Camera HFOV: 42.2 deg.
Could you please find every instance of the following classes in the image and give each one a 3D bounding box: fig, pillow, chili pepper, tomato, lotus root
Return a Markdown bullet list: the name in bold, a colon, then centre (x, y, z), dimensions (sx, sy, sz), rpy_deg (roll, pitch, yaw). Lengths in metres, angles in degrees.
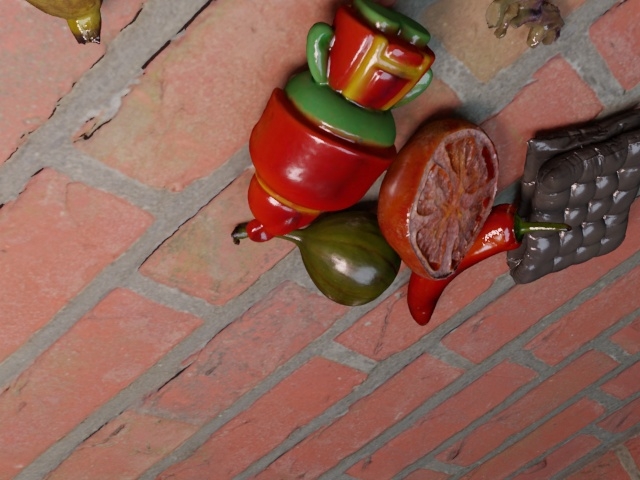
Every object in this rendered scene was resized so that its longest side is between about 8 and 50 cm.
- **fig**: centre (0.000, 0.000, 1.265), dimensions (0.259, 0.151, 0.151), rpy_deg (27, 124, -14)
- **pillow**: centre (0.436, -0.068, 1.413), dimensions (0.228, 0.101, 0.326), rpy_deg (-17, 144, -12)
- **chili pepper**: centre (0.243, 0.029, 1.409), dimensions (0.137, 0.092, 0.368), rpy_deg (27, 141, -20)
- **tomato**: centre (0.165, -0.064, 1.222), dimensions (0.236, 0.095, 0.237), rpy_deg (-21, 119, -42)
- **lotus root**: centre (-0.267, -0.268, 0.799), dimensions (0.108, 0.095, 0.191), rpy_deg (-9, 155, 18)

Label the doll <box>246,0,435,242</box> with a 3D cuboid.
- **doll**: centre (0.006, -0.126, 1.053), dimensions (0.182, 0.160, 0.363), rpy_deg (10, 131, -38)

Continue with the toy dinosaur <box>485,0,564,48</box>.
- **toy dinosaur**: centre (0.279, -0.348, 1.037), dimensions (0.199, 0.072, 0.251), rpy_deg (-15, 131, -29)
